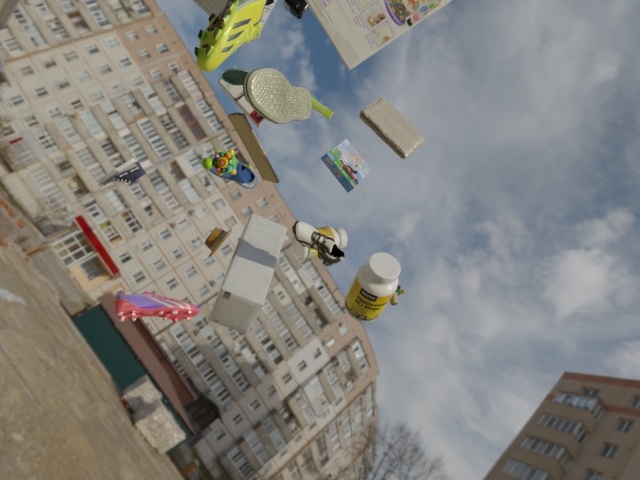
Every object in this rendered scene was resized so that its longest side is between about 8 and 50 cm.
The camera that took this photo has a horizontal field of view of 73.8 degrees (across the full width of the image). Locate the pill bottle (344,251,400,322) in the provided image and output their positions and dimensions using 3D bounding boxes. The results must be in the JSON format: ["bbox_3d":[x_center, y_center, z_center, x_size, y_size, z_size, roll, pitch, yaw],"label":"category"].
[{"bbox_3d":[0.234,0.209,1.913,0.188,0.188,0.333,44,-38,22],"label":"pill bottle"}]

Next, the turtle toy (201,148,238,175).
[{"bbox_3d":[-0.368,-0.285,1.565,0.066,0.131,0.095,-85,171,-79],"label":"turtle toy"}]

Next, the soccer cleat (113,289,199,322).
[{"bbox_3d":[-0.503,0.198,1.320,0.083,0.248,0.095,116,-30,-50],"label":"soccer cleat"}]

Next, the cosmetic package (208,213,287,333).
[{"bbox_3d":[-0.260,0.114,1.556,0.156,0.384,0.217,21,-44,-11],"label":"cosmetic package"}]

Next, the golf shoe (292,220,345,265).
[{"bbox_3d":[0.000,0.000,1.360,0.198,0.077,0.094,40,-32,-23],"label":"golf shoe"}]

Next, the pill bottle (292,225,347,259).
[{"bbox_3d":[0.000,0.005,1.736,0.118,0.209,0.117,30,-55,56],"label":"pill bottle"}]

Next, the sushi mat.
[{"bbox_3d":[-0.276,-0.379,1.759,0.151,0.019,0.316,22,-36,55],"label":"sushi mat"}]

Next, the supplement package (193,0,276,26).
[{"bbox_3d":[-0.275,-0.889,1.472,0.199,0.198,0.262,44,-60,7],"label":"supplement package"}]

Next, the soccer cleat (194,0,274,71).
[{"bbox_3d":[-0.186,-0.490,0.977,0.094,0.288,0.121,7,-22,39],"label":"soccer cleat"}]

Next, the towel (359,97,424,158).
[{"bbox_3d":[0.306,-0.484,1.833,0.282,0.187,0.049,46,-37,2],"label":"towel"}]

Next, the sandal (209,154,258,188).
[{"bbox_3d":[-0.423,-0.341,2.135,0.138,0.318,0.126,47,-69,31],"label":"sandal"}]

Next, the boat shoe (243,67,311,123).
[{"bbox_3d":[-0.180,-0.538,1.629,0.156,0.500,0.186,6,-77,17],"label":"boat shoe"}]

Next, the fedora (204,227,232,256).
[{"bbox_3d":[-0.527,-0.008,2.153,0.079,0.194,0.194,39,-24,-10],"label":"fedora"}]

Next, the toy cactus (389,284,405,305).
[{"bbox_3d":[0.363,0.239,2.126,0.219,0.112,0.180,51,25,-44],"label":"toy cactus"}]

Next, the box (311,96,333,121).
[{"bbox_3d":[0.000,-0.669,2.153,0.178,0.042,0.109,32,18,-7],"label":"box"}]

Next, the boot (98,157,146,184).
[{"bbox_3d":[-0.854,-0.272,1.841,0.086,0.190,0.069,57,3,-18],"label":"boot"}]

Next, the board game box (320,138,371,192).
[{"bbox_3d":[0.100,-0.285,1.601,0.039,0.211,0.160,-35,-81,34],"label":"board game box"}]

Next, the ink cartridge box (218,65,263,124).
[{"bbox_3d":[-0.367,-0.707,2.128,0.273,0.114,0.197,45,1,-11],"label":"ink cartridge box"}]

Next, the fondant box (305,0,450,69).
[{"bbox_3d":[0.143,-0.625,1.055,0.238,0.331,0.096,43,24,-46],"label":"fondant box"}]

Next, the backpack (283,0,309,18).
[{"bbox_3d":[-0.108,-1.062,1.909,0.114,0.105,0.084,37,-5,-7],"label":"backpack"}]

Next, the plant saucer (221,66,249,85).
[{"bbox_3d":[-0.316,-0.628,1.624,0.119,0.120,0.021,162,-74,-64],"label":"plant saucer"}]
